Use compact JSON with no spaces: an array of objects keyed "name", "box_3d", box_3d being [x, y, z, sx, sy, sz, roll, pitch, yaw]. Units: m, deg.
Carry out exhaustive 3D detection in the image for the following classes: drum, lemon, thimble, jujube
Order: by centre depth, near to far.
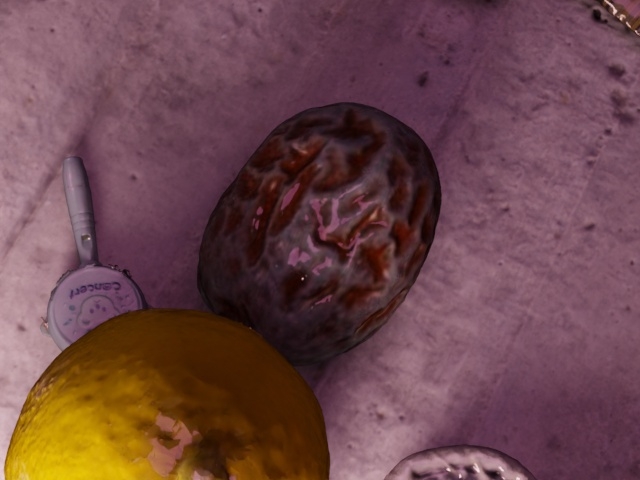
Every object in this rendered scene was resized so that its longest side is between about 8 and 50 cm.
[{"name":"lemon","box_3d":[-0.149,0.232,1.460,0.364,0.364,0.364,2,69,-6]},{"name":"thimble","box_3d":[0.156,0.349,1.553,0.217,0.157,0.245,-40,78,-16]},{"name":"jujube","box_3d":[-0.002,-0.004,1.634,0.246,0.215,0.308,22,70,2]},{"name":"drum","box_3d":[-0.254,0.023,1.680,0.130,0.049,0.253,6,69,-5]}]

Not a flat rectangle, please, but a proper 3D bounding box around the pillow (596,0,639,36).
[{"name":"pillow","box_3d":[0.465,-0.346,1.910,0.212,0.052,0.208,41,67,6]}]
